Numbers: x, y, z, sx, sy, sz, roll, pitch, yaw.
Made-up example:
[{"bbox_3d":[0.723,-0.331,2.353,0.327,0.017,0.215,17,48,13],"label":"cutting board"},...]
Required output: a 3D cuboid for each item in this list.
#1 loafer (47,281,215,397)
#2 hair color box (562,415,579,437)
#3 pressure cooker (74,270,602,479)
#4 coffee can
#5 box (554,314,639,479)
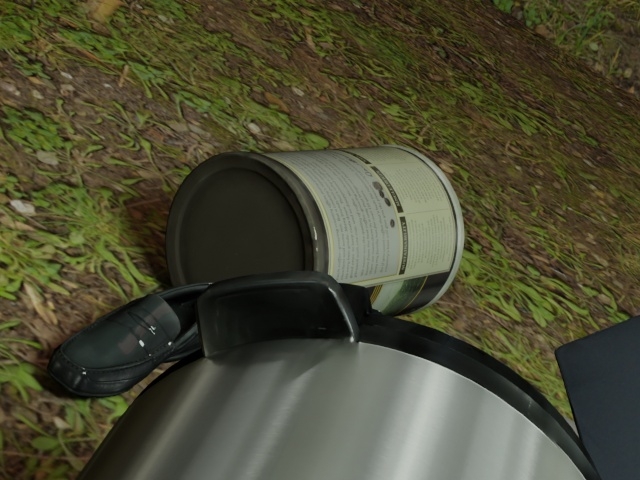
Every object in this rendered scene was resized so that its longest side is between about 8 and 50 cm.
[{"bbox_3d":[-0.169,0.085,1.267,0.076,0.078,0.223,38,27,18],"label":"loafer"},{"bbox_3d":[0.353,0.332,1.323,0.347,0.105,0.174,30,25,1],"label":"hair color box"},{"bbox_3d":[0.001,0.252,0.806,0.375,0.370,0.420,33,29,-1],"label":"pressure cooker"},{"bbox_3d":[0.000,0.000,1.455,0.201,0.202,0.275,43,29,26],"label":"coffee can"},{"bbox_3d":[0.335,0.257,0.974,0.312,0.179,0.343,52,21,-43],"label":"box"}]
